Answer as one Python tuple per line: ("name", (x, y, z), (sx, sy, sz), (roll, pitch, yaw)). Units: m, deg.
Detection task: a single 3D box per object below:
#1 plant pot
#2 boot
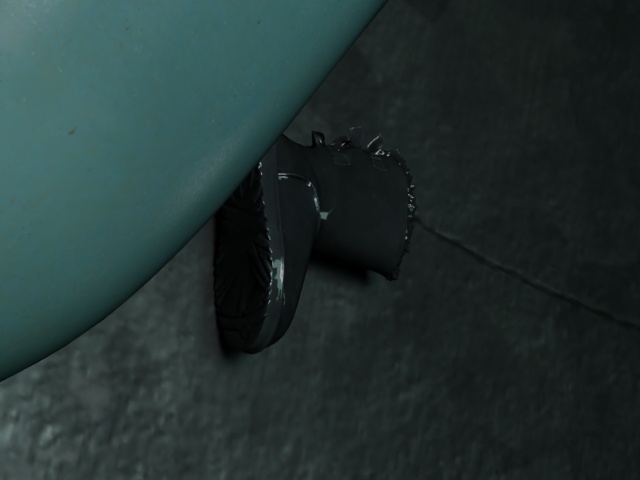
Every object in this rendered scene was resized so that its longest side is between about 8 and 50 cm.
("plant pot", (-0.146, -0.087, 0.620), (0.293, 0.293, 0.235), (40, 69, -21))
("boot", (0.000, 0.000, 0.853), (0.099, 0.045, 0.121), (13, 66, -38))
